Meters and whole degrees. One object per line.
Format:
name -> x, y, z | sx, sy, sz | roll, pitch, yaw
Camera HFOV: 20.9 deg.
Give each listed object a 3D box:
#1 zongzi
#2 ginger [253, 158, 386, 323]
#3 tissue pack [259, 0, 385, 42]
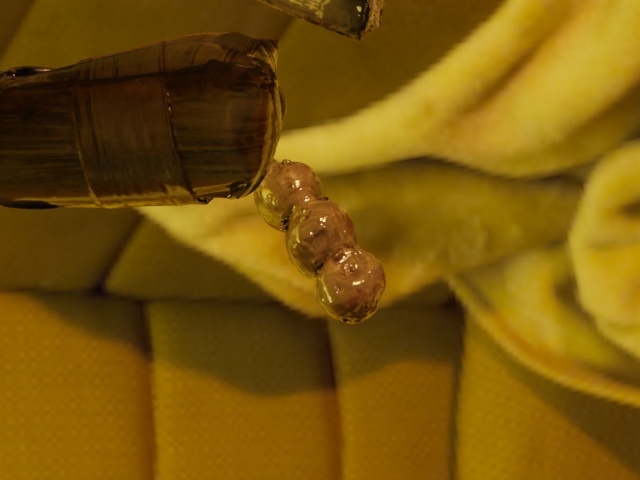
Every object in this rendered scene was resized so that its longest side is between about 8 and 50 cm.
zongzi -> -0.167, -0.128, 1.593 | 0.286, 0.300, 0.138 | -3, 115, 6
ginger -> 0.000, 0.000, 1.849 | 0.080, 0.204, 0.104 | -28, 149, -14
tissue pack -> 0.005, -0.352, 1.860 | 0.173, 0.073, 0.235 | 25, 125, 20
